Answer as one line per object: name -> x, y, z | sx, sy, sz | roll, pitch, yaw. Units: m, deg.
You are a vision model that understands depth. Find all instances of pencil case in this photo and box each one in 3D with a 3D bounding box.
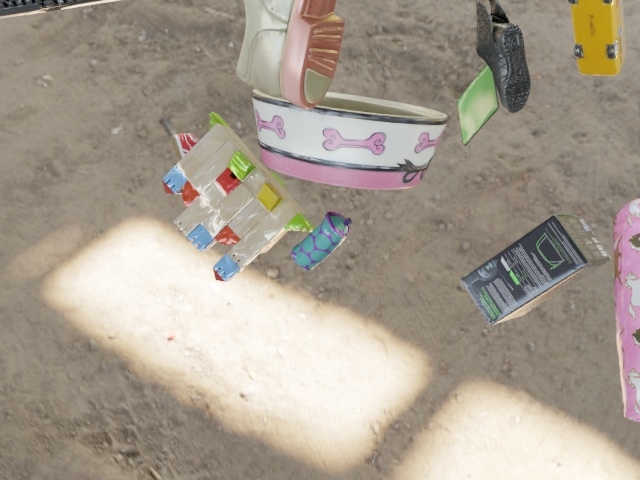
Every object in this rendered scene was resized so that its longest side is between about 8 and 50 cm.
pencil case -> 0.573, 0.110, 1.154 | 0.167, 0.160, 0.386 | 4, 66, 4
pencil case -> 0.000, 0.000, 1.497 | 0.064, 0.152, 0.070 | 6, 55, -37

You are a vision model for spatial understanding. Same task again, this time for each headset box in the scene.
headset box -> 0.495, 0.073, 1.645 | 0.246, 0.283, 0.131 | -2, 57, -56

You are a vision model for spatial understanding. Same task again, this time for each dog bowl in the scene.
dog bowl -> 0.052, -0.215, 1.472 | 0.408, 0.150, 0.408 | 7, 16, -2

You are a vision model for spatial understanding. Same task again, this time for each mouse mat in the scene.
mouse mat -> 0.403, -0.351, 1.822 | 0.007, 0.189, 0.152 | 5, 65, -15

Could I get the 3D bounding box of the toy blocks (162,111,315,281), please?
toy blocks -> -0.230, -0.083, 1.699 | 0.261, 0.191, 0.381 | -42, 83, 11

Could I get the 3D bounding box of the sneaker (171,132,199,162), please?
sneaker -> -0.340, -0.223, 1.842 | 0.067, 0.118, 0.042 | -20, 10, -32

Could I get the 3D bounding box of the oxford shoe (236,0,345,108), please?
oxford shoe -> -0.038, -0.384, 0.936 | 0.146, 0.397, 0.140 | 20, 18, 22

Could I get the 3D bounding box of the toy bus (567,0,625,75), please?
toy bus -> 0.742, -0.588, 1.886 | 0.108, 0.332, 0.130 | 12, 59, 33

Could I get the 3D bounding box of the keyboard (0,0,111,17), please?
keyboard -> -0.391, -0.368, 0.959 | 0.317, 0.201, 0.033 | -13, 74, -8

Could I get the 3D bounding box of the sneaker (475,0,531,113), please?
sneaker -> 0.284, -0.292, 1.119 | 0.051, 0.170, 0.089 | -21, 31, -12
